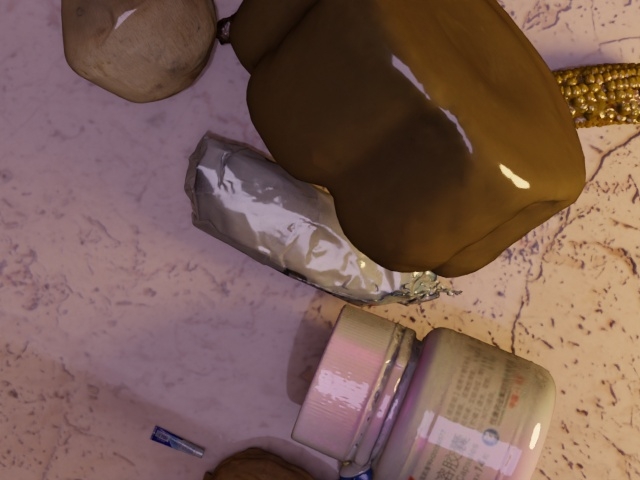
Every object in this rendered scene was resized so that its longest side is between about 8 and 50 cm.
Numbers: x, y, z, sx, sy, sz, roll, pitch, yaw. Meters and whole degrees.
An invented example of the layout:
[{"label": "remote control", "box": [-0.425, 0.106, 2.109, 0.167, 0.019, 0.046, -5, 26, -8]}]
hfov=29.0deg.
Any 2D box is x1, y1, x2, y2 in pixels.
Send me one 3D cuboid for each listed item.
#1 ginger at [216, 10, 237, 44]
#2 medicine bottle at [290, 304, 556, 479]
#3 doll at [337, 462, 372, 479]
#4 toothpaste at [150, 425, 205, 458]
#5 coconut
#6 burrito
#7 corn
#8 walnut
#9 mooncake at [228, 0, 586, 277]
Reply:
[{"label": "ginger", "box": [-0.066, -0.307, 1.756, 0.162, 0.073, 0.103, -34, 85, 7]}, {"label": "medicine bottle", "box": [0.144, 0.244, 1.749, 0.325, 0.256, 0.256, 22, 96, 2]}, {"label": "doll", "box": [0.070, 0.376, 1.867, 0.099, 0.057, 0.143, -17, 106, 27]}, {"label": "toothpaste", "box": [-0.215, 0.305, 1.863, 0.083, 0.015, 0.024, 22, 98, 0]}, {"label": "coconut", "box": [-0.254, -0.300, 1.686, 0.224, 0.224, 0.224, 0, 98, -3]}, {"label": "burrito", "box": [0.000, 0.000, 1.786, 0.445, 0.101, 0.139, 28, 92, -7]}, {"label": "corn", "box": [0.347, -0.202, 1.780, 0.320, 0.097, 0.097, -6, 98, 0]}, {"label": "walnut", "box": [-0.080, 0.414, 1.823, 0.238, 0.141, 0.204, -15, 93, 1]}, {"label": "mooncake", "box": [0.107, -0.175, 1.543, 0.262, 0.467, 0.467, -37, 99, 26]}]
